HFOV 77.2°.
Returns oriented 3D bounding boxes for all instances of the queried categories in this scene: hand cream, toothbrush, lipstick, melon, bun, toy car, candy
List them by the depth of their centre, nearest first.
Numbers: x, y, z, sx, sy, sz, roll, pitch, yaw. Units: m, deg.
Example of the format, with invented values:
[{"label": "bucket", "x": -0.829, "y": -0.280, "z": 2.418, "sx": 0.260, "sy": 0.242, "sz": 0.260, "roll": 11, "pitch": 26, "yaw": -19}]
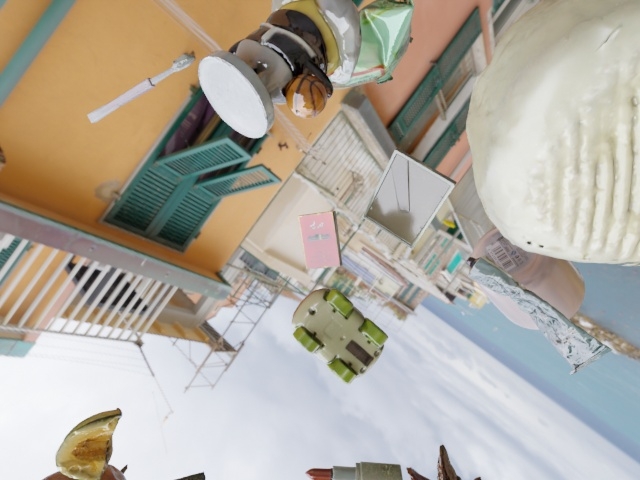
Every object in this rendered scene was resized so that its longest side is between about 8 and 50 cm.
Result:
[{"label": "bun", "x": 0.353, "y": -0.146, "z": 0.461, "sx": 0.359, "sy": 0.360, "sz": 0.211, "roll": 36, "pitch": -153, "yaw": -14}, {"label": "lipstick", "x": 0.043, "y": 0.317, "z": 0.537, "sx": 0.129, "sy": 0.030, "sz": 0.030, "roll": 6, "pitch": -144, "yaw": -3}, {"label": "toothbrush", "x": -0.265, "y": -0.222, "z": 0.587, "sx": 0.014, "sy": 0.194, "sz": 0.017, "roll": 65, "pitch": -163, "yaw": -8}, {"label": "hand cream", "x": 0.348, "y": 0.114, "z": 0.681, "sx": 0.248, "sy": 0.052, "sz": 0.075, "roll": 47, "pitch": 161, "yaw": 25}, {"label": "melon", "x": -0.514, "y": 0.440, "z": 0.887, "sx": 0.128, "sy": 0.160, "sz": 0.079, "roll": 17, "pitch": -175, "yaw": -43}, {"label": "toy car", "x": 0.028, "y": 0.209, "z": 0.971, "sx": 0.235, "sy": 0.145, "sz": 0.235, "roll": 41, "pitch": 174, "yaw": 5}, {"label": "candy", "x": 0.081, "y": -0.505, "z": 1.103, "sx": 0.172, "sy": 0.397, "sz": 0.263, "roll": 64, "pitch": -167, "yaw": -1}]

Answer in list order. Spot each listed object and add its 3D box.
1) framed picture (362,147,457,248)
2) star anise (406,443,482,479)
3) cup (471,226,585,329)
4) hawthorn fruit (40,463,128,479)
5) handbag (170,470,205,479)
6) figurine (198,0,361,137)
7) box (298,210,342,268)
[{"label": "framed picture", "x": 0.194, "y": -0.089, "z": 0.912, "sx": 0.150, "sy": 0.203, "sz": 0.015, "roll": 33, "pitch": -137, "yaw": 12}, {"label": "star anise", "x": 0.287, "y": 0.599, "z": 0.861, "sx": 0.088, "sy": 0.288, "sz": 0.288, "roll": 20, "pitch": -169, "yaw": -38}, {"label": "cup", "x": 0.459, "y": 0.046, "z": 0.907, "sx": 0.191, "sy": 0.253, "sz": 0.200, "roll": -13, "pitch": 142, "yaw": 42}, {"label": "hawthorn fruit", "x": -0.588, "y": 0.678, "z": 0.987, "sx": 0.277, "sy": 0.277, "sz": 0.298, "roll": 36, "pitch": -153, "yaw": 1}, {"label": "handbag", "x": -0.409, "y": 0.806, "z": 1.124, "sx": 0.175, "sy": 0.270, "sz": 0.088, "roll": 7, "pitch": 168, "yaw": -25}, {"label": "figurine", "x": -0.034, "y": -0.256, "z": 0.561, "sx": 0.176, "sy": 0.236, "sz": 0.133, "roll": 32, "pitch": 154, "yaw": 15}, {"label": "box", "x": 0.000, "y": 0.000, "z": 0.951, "sx": 0.090, "sy": 0.133, "sz": 0.023, "roll": -5, "pitch": -172, "yaw": 19}]
